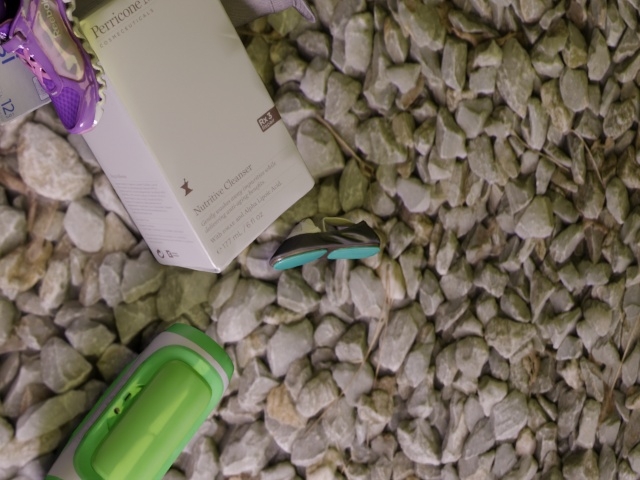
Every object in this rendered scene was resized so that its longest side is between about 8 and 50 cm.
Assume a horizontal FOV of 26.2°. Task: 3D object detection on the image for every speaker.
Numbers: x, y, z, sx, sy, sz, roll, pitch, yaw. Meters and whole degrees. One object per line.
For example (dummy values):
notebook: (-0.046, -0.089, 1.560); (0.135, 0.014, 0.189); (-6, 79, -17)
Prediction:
speaker: (-0.244, 0.255, 1.852); (0.296, 0.131, 0.131); (-53, 123, -26)

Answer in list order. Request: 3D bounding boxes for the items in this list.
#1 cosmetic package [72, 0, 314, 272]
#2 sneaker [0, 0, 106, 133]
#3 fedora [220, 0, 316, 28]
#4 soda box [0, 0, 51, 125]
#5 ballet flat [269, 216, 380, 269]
cosmetic package: (-0.197, -0.175, 1.854); (0.217, 0.156, 0.385); (-44, 120, -29)
sneaker: (-0.336, -0.236, 1.649); (0.105, 0.095, 0.236); (-24, 101, -41)
fedora: (-0.129, -0.387, 1.894); (0.124, 0.243, 0.275); (-32, 131, -4)
soda box: (-0.434, -0.284, 1.679); (0.091, 0.098, 0.286); (-35, 114, -38)
ballet flat: (0.000, 0.000, 2.100); (0.203, 0.074, 0.074); (-7, 97, -35)
